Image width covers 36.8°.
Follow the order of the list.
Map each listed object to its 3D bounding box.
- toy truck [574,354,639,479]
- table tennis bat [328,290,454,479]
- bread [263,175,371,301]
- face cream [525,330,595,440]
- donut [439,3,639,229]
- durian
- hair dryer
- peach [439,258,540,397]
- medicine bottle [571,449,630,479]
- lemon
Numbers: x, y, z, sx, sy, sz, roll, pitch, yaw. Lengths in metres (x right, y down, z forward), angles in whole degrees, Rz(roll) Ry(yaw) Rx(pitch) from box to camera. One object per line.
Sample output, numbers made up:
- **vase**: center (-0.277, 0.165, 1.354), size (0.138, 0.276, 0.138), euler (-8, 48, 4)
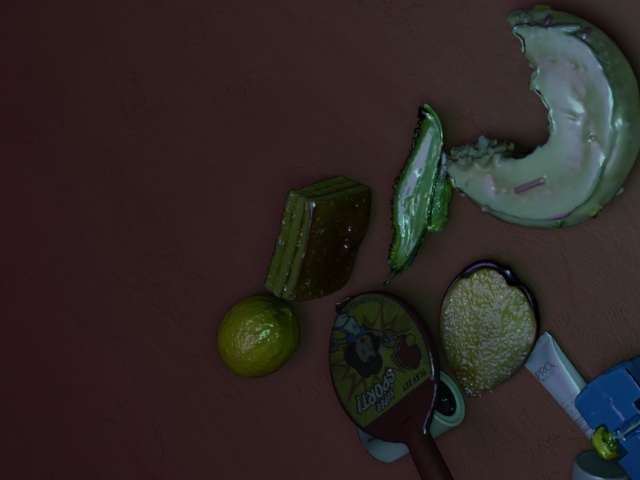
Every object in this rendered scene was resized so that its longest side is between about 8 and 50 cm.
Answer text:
- **toy truck**: center (0.605, 0.372, 1.621), size (0.385, 0.162, 0.161), euler (52, 126, 14)
- **table tennis bat**: center (0.143, 0.289, 1.862), size (0.268, 0.051, 0.415), euler (-44, 58, 34)
- **bread**: center (0.000, 0.000, 1.940), size (0.110, 0.184, 0.234), euler (32, 121, 32)
- **face cream**: center (0.468, 0.286, 1.766), size (0.244, 0.058, 0.092), euler (52, 131, 20)
- **donut**: center (0.392, -0.189, 1.619), size (0.307, 0.150, 0.371), euler (36, 121, 22)
- **durian**: center (0.183, -0.076, 1.831), size (0.132, 0.106, 0.375), euler (20, 113, 28)
- **hair dryer**: center (0.126, 0.256, 1.976), size (0.203, 0.128, 0.362), euler (-40, 71, 37)
- **peach**: center (0.321, 0.165, 1.828), size (0.189, 0.068, 0.279), euler (21, 113, 21)
- **medicine bottle**: center (0.504, 0.481, 1.762), size (0.105, 0.105, 0.168), euler (16, 113, 32)
- **lemon**: center (-0.137, 0.210, 2.107), size (0.193, 0.180, 0.181), euler (-15, 94, 29)
